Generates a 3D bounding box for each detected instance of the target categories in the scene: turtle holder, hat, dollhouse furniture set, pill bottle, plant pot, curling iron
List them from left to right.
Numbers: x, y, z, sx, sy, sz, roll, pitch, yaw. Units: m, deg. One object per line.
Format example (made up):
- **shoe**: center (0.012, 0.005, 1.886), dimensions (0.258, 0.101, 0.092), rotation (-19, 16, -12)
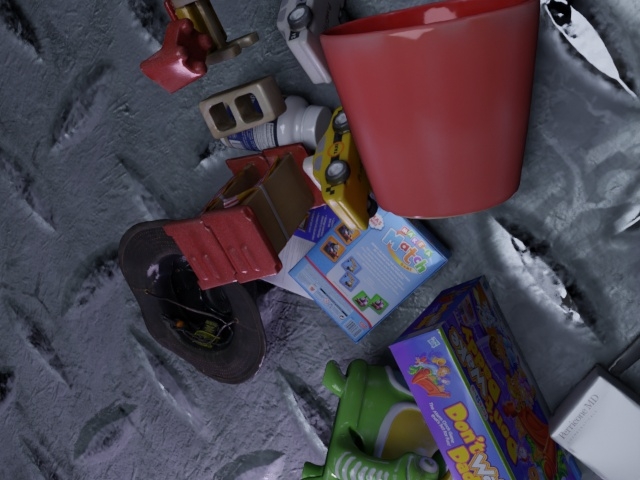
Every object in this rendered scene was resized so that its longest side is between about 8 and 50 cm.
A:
- **hat**: center (-0.191, 0.084, 1.233), dimensions (0.331, 0.134, 0.331), rotation (21, 132, 25)
- **dollhouse furniture set**: center (-0.150, -0.144, 0.985), dimensions (0.152, 0.201, 0.374), rotation (-10, 117, 33)
- **pill bottle**: center (-0.070, -0.184, 1.113), dimensions (0.169, 0.094, 0.094), rotation (10, 109, 23)
- **turtle holder**: center (0.099, 0.297, 1.058), dimensions (0.227, 0.243, 0.320), rotation (13, 150, 3)
- **plant pot**: center (0.152, -0.174, 0.923), dimensions (0.274, 0.275, 0.243), rotation (1, 115, 27)
- **curling iron**: center (0.492, 0.101, 0.937), dimensions (0.068, 0.035, 0.274), rotation (47, 120, 8)

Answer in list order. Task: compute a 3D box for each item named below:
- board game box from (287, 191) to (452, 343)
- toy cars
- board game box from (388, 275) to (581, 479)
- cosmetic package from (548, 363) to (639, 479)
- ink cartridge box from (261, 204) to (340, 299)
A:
- **board game box**: center (0.072, 0.036, 1.091), dimensions (0.160, 0.039, 0.211), rotation (46, 118, 4)
- **toy cars**: center (0.001, -0.203, 1.002), dimensions (0.087, 0.176, 0.394), rotation (-12, 92, 27)
- **board game box**: center (0.244, 0.249, 0.995), dimensions (0.078, 0.233, 0.347), rotation (-25, 92, 31)
- **cosmetic package**: center (0.445, 0.293, 0.978), dimensions (0.231, 0.085, 0.117), rotation (37, 103, 12)
- **ink cartridge box**: center (0.000, 0.000, 1.157), dimensions (0.208, 0.045, 0.206), rotation (21, 114, 18)
